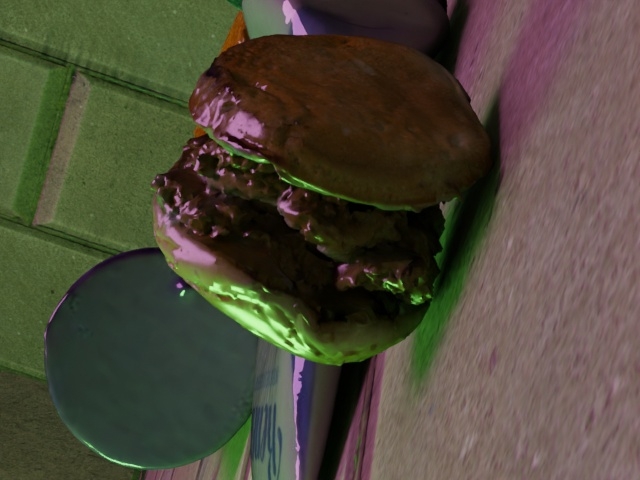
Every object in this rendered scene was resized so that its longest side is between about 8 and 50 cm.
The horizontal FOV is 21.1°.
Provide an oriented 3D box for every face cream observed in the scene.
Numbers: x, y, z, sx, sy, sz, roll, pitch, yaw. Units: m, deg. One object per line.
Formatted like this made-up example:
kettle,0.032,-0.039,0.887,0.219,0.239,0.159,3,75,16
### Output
face cream,0.000,0.000,1.111,0.235,0.137,0.420,141,135,-78

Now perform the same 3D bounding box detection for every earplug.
earplug,-0.169,0.124,1.858,0.456,0.215,0.215,133,155,-86

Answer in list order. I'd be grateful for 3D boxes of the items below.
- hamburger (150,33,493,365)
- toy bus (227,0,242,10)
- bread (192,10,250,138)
hamburger,-0.006,-0.026,0.846,0.185,0.159,0.131,-113,34,-53
toy bus,-0.008,-0.332,1.594,0.164,0.133,0.271,-55,2,41
bread,-0.056,-0.151,1.925,0.268,0.146,0.268,-164,90,-82
